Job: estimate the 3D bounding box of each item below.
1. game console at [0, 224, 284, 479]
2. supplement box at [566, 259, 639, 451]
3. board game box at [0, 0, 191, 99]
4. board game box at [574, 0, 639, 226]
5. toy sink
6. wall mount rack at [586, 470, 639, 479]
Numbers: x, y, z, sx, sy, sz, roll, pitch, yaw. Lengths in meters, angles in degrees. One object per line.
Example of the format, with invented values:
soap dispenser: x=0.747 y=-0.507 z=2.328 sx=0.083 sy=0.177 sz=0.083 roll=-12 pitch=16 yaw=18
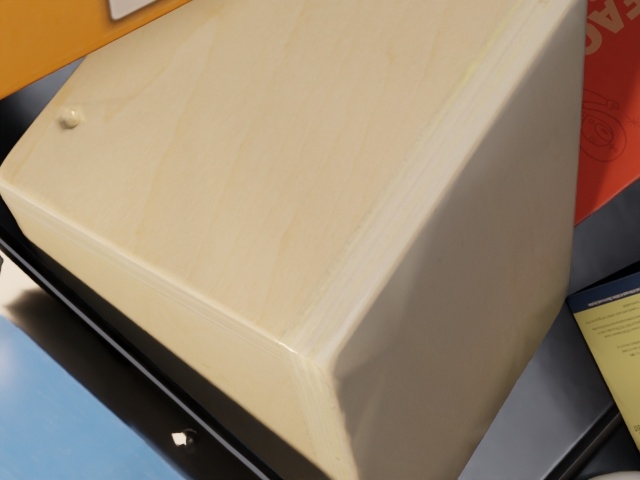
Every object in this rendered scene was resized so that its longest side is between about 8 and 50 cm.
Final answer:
game console: x=-0.194 y=0.107 z=0.499 sx=0.293 sy=0.173 sz=0.250 roll=42 pitch=46 yaw=-6
supplement box: x=0.157 y=0.043 z=0.686 sx=0.056 sy=0.083 sz=0.083 roll=-25 pitch=88 yaw=-21
board game box: x=-0.259 y=-0.216 z=0.382 sx=0.356 sy=0.356 sz=0.356 roll=-31 pitch=58 yaw=-21
board game box: x=0.078 y=-0.193 z=0.628 sx=0.316 sy=0.242 sz=0.064 roll=45 pitch=33 yaw=-5
toy sink: x=0.000 y=0.000 z=0.603 sx=0.131 sy=0.234 sz=0.152 roll=28 pitch=71 yaw=19
wall mount rack: x=0.151 y=0.268 z=0.618 sx=0.304 sy=0.130 sz=0.350 roll=22 pitch=74 yaw=-14
